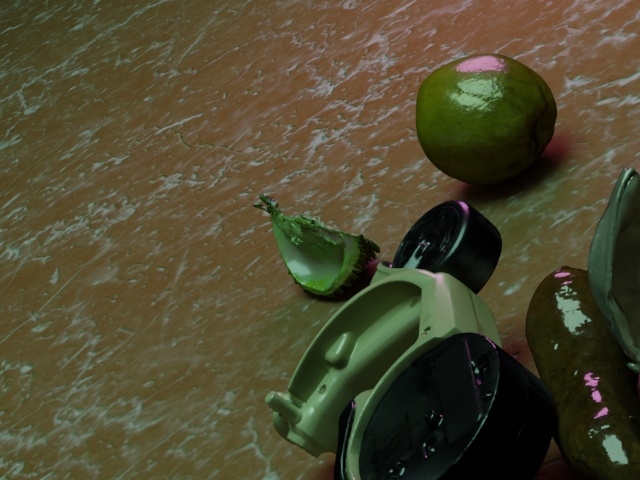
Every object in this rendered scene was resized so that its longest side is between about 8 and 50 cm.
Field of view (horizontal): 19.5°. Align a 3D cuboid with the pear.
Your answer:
[{"bbox_3d":[0.185,-0.134,2.082,0.162,0.149,0.149,13,48,46],"label":"pear"}]

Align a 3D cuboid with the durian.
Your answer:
[{"bbox_3d":[0.000,0.000,2.091,0.086,0.100,0.215,-38,30,-23],"label":"durian"}]

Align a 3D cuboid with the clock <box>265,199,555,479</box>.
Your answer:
[{"bbox_3d":[0.070,0.140,1.633,0.276,0.120,0.379,-44,23,17],"label":"clock"}]

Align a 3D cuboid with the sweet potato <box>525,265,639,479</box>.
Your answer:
[{"bbox_3d":[0.229,0.127,1.560,0.097,0.097,0.292,-26,33,14],"label":"sweet potato"}]

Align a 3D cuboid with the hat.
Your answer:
[{"bbox_3d":[0.292,0.025,1.582,0.164,0.219,0.226,-45,9,3],"label":"hat"}]
